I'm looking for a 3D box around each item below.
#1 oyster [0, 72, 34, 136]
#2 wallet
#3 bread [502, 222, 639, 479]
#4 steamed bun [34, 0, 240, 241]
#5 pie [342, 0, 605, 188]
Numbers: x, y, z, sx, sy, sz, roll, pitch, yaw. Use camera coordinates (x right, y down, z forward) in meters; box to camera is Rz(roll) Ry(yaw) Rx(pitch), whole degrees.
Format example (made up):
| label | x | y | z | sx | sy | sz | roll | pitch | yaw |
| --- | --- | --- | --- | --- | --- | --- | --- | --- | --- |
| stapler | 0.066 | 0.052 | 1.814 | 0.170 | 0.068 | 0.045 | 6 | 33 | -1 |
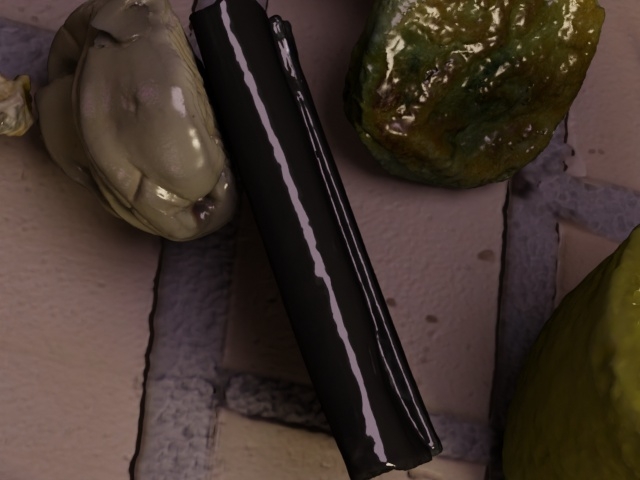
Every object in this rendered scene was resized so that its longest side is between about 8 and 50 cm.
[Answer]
| label | x | y | z | sx | sy | sz | roll | pitch | yaw |
| --- | --- | --- | --- | --- | --- | --- | --- | --- | --- |
| oyster | -0.398 | -0.087 | 1.507 | 0.354 | 0.107 | 0.201 | 2 | 52 | -15 |
| wallet | 0.001 | 0.000 | 1.629 | 0.062 | 0.228 | 0.406 | -20 | 84 | 12 |
| bread | 0.342 | 0.147 | 1.691 | 0.348 | 0.308 | 0.348 | 9 | 66 | -20 |
| steamed bun | -0.158 | -0.100 | 1.581 | 0.144 | 0.211 | 0.218 | -20 | 55 | 1 |
| pie | 0.143 | -0.169 | 1.741 | 0.277 | 0.277 | 0.078 | -13 | 38 | -31 |
